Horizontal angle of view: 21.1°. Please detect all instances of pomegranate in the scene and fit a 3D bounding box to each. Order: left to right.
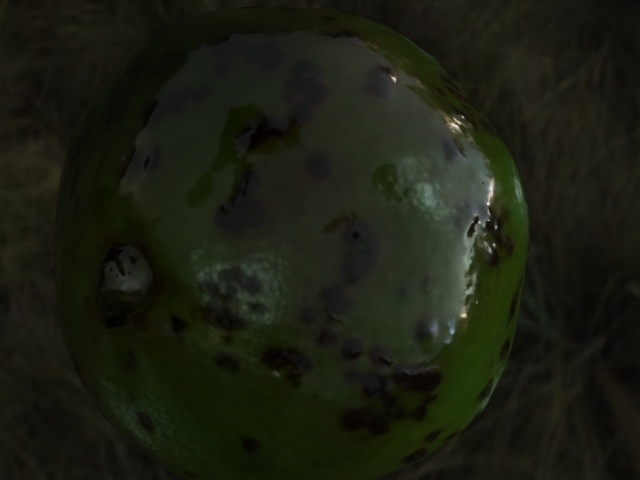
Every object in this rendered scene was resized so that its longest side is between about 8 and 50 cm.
[{"bbox_3d":[0.000,0.000,0.738,0.211,0.211,0.263,48,31,20],"label":"pomegranate"}]
